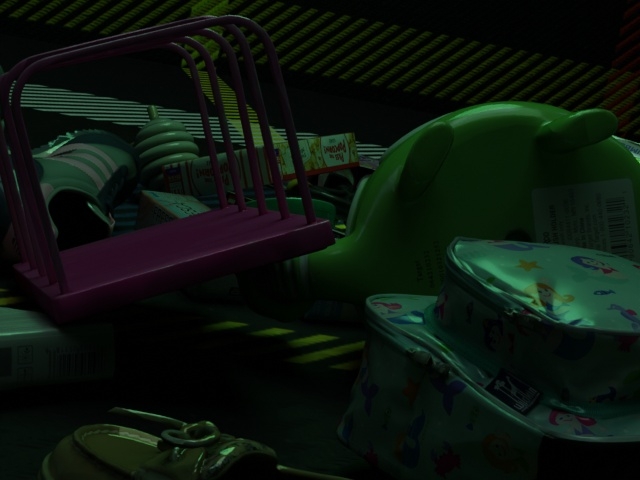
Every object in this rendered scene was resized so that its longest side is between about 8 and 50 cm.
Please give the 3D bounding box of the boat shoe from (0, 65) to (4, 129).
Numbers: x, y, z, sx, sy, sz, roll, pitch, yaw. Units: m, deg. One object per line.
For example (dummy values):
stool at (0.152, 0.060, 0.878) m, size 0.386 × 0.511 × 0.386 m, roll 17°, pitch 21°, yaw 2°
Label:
boat shoe at (-0.470, -0.176, 1.810) m, size 0.116 × 0.099 × 0.319 m, roll 12°, pitch 11°, yaw 1°

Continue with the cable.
cable at (0.026, -0.028, 1.673) m, size 0.139 × 0.072 × 0.287 m, roll 26°, pitch 9°, yaw -5°

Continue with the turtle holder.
turtle holder at (0.117, 0.025, 1.199) m, size 0.243 × 0.320 × 0.227 m, roll 54°, pitch -8°, yaw -5°

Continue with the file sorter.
file sorter at (-0.144, -0.065, 1.101) m, size 0.202 × 0.182 × 0.290 m, roll -16°, pitch 8°, yaw -16°

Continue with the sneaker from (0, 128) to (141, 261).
sneaker at (-0.239, -0.030, 1.377) m, size 0.131 × 0.112 × 0.319 m, roll 33°, pitch 19°, yaw 15°

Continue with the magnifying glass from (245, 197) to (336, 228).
magnifying glass at (-0.052, -0.014, 1.417) m, size 0.092 × 0.026 × 0.231 m, roll 4°, pitch -11°, yaw -18°

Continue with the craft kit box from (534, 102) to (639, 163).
craft kit box at (0.300, 0.012, 1.335) m, size 0.246 × 0.250 × 0.061 m, roll 28°, pitch 61°, yaw 34°

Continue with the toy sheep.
toy sheep at (-0.186, -0.099, 1.690) m, size 0.091 × 0.132 × 0.091 m, roll -20°, pitch -10°, yaw -4°

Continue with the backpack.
backpack at (0.140, 0.099, 0.894) m, size 0.225 × 0.191 × 0.253 m, roll 2°, pitch 9°, yaw -36°

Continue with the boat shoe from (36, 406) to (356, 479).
boat shoe at (-0.018, 0.140, 0.735) m, size 0.285 × 0.089 × 0.104 m, roll 16°, pitch 12°, yaw 22°

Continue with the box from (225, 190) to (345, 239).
box at (0.000, 0.000, 1.536) m, size 0.207 × 0.036 × 0.114 m, roll 21°, pitch 3°, yaw 38°

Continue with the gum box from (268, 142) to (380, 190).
gum box at (0.035, -0.086, 1.983) m, size 0.188 × 0.062 × 0.107 m, roll 16°, pitch 12°, yaw 22°

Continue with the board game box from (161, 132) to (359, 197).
board game box at (-0.067, -0.087, 1.652) m, size 0.146 × 0.045 × 0.193 m, roll -8°, pitch 4°, yaw 33°

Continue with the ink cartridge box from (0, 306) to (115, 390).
ink cartridge box at (-0.255, 0.074, 0.991) m, size 0.179 × 0.045 × 0.145 m, roll 1°, pitch 2°, yaw 42°

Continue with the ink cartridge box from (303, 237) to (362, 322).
ink cartridge box at (0.050, 0.040, 1.375) m, size 0.181 × 0.062 × 0.104 m, roll 5°, pitch 12°, yaw -27°

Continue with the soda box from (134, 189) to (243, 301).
soda box at (-0.124, 0.003, 1.375) m, size 0.058 × 0.063 × 0.183 m, roll 6°, pitch 12°, yaw -27°
